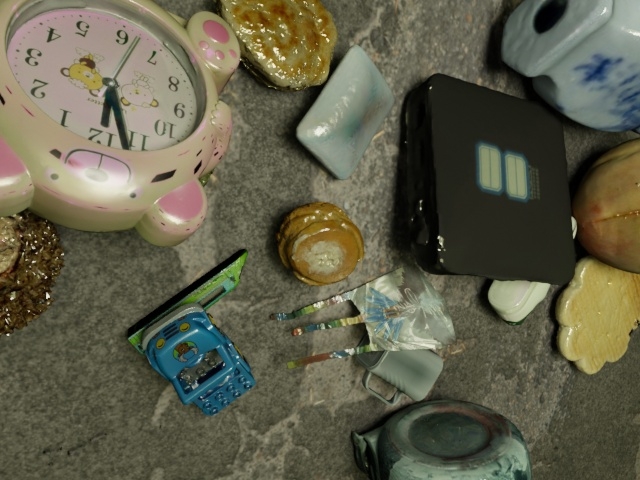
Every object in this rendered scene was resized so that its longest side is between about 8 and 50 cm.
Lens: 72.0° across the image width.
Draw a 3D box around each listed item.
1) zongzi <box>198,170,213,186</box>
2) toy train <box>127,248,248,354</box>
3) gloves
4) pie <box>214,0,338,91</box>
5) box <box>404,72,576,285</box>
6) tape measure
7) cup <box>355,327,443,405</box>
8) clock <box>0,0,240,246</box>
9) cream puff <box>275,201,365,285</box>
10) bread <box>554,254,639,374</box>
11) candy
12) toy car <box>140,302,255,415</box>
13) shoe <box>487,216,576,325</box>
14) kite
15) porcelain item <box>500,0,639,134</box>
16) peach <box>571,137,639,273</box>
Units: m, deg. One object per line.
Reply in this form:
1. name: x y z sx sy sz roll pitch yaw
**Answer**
1. zongzi: -0.217 -0.150 0.624 0.154 0.062 0.130 17 69 -9
2. toy train: -0.187 0.090 0.666 0.209 0.044 0.042 -36 110 -14
3. gloves: -0.392 -0.039 0.494 0.210 0.135 0.312 25 59 -58
4. pie: -0.059 -0.305 0.640 0.163 0.079 0.193 -48 111 -15
5. box: 0.312 -0.101 0.789 0.351 0.091 0.358 5 80 -25
6. tape measure: 0.225 0.395 0.780 0.257 0.275 0.147 -12 99 -26
7. cup: 0.134 0.232 0.805 0.130 0.095 0.128 35 86 -21
8. clock: -0.237 -0.158 0.491 0.284 0.114 0.309 13 63 -35
9. cream puff: -0.003 0.000 0.696 0.126 0.103 0.144 -39 130 11
10. bread: 0.663 0.167 1.046 0.316 0.054 0.315 -5 101 -24
11. candy: 0.045 -0.197 0.698 0.138 0.071 0.174 37 82 -47
12. toy car: -0.166 0.187 0.641 0.097 0.100 0.191 -35 131 -11
13. shoe: 0.444 0.063 0.922 0.265 0.095 0.110 -46 131 -14
14. kite: 0.082 0.142 0.750 0.310 0.169 0.015 -16 148 -18
15. porcelain item: 0.536 -0.332 0.806 0.406 0.243 0.178 10 60 -30
16. peach: 0.669 -0.069 0.909 0.293 0.247 0.291 1 103 2
